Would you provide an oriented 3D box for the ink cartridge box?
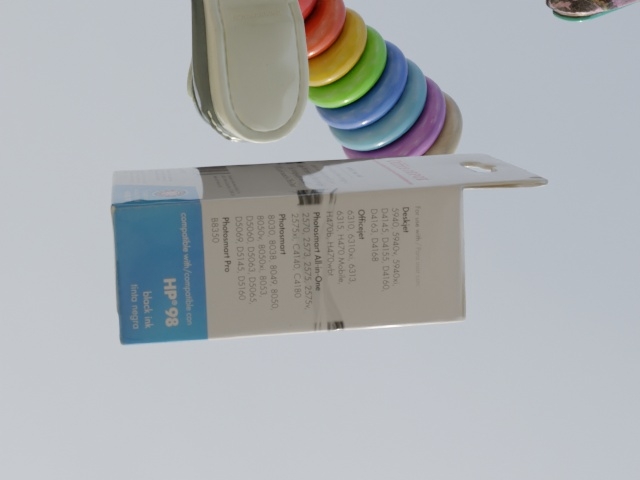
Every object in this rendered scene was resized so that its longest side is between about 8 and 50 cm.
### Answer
[{"bbox_3d":[0.000,0.000,0.553,0.104,0.180,0.060,-128,-144,-76],"label":"ink cartridge box"}]

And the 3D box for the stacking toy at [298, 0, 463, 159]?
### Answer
[{"bbox_3d":[0.024,-0.196,1.356,0.141,0.330,0.141,-20,-132,24],"label":"stacking toy"}]

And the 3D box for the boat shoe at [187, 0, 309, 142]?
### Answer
[{"bbox_3d":[-0.070,-0.240,1.025,0.099,0.116,0.319,11,-77,60],"label":"boat shoe"}]

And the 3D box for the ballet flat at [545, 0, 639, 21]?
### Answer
[{"bbox_3d":[0.272,-0.234,1.021,0.077,0.221,0.079,36,-46,46],"label":"ballet flat"}]
